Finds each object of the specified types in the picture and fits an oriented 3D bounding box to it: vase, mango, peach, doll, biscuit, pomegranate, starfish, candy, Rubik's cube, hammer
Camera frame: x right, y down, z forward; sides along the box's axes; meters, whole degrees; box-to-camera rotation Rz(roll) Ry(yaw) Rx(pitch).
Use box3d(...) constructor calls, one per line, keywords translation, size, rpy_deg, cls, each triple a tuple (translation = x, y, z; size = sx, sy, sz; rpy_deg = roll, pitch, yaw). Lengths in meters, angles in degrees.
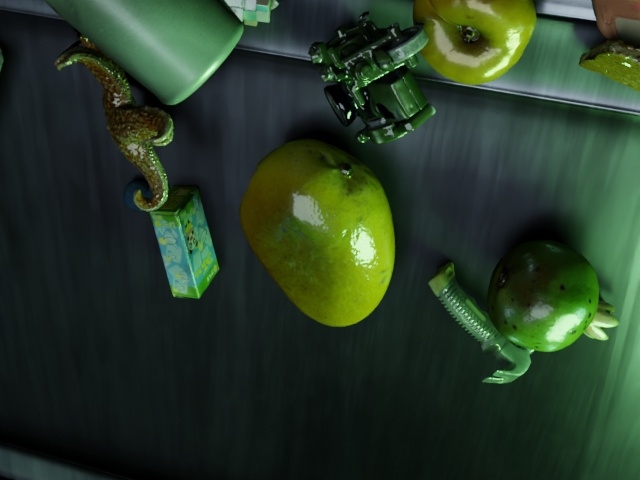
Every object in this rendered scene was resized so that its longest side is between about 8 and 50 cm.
box3d(translation=(-0.274, -0.368, 1.598), size=(0.291, 0.245, 0.245), rpy_deg=(40, 131, -21), cls="vase")
box3d(translation=(0.000, 0.000, 1.762), size=(0.253, 0.182, 0.364), rpy_deg=(2, 124, 21), cls="mango")
box3d(translation=(0.216, -0.311, 1.489), size=(0.179, 0.103, 0.179), rpy_deg=(13, 128, 17), cls="peach")
box3d(translation=(-0.325, -0.081, 1.934), size=(0.083, 0.050, 0.076), rpy_deg=(16, 125, 15), cls="doll")
box3d(translation=(0.423, -0.228, 1.393), size=(0.131, 0.237, 0.026), rpy_deg=(22, 96, 2), cls="biscuit")
box3d(translation=(0.382, 0.098, 1.690), size=(0.225, 0.187, 0.187), rpy_deg=(20, 135, -25), cls="pomegranate")
box3d(translation=(-0.327, -0.210, 1.717), size=(0.113, 0.312, 0.303), rpy_deg=(-31, 132, -9), cls="starfish")
box3d(translation=(-0.249, 0.004, 1.930), size=(0.062, 0.097, 0.194), rpy_deg=(3, 125, 20), cls="candy")
box3d(translation=(-0.097, -0.368, 1.601), size=(0.084, 0.075, 0.073), rpy_deg=(-26, 109, 34), cls="Rubik's cube")
box3d(translation=(0.272, 0.142, 1.792), size=(0.226, 0.159, 0.041), rpy_deg=(49, 127, 0), cls="hammer")

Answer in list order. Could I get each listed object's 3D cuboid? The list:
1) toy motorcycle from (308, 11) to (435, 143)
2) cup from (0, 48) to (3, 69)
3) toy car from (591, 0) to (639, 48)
box3d(translation=(0.083, -0.229, 1.550), size=(0.205, 0.127, 0.275), rpy_deg=(59, 166, -21), cls="toy motorcycle")
box3d(translation=(-0.687, -0.289, 1.862), size=(0.221, 0.167, 0.202), rpy_deg=(33, 128, -5), cls="cup")
box3d(translation=(0.460, -0.330, 1.330), size=(0.271, 0.180, 0.212), rpy_deg=(11, 138, 15), cls="toy car")
